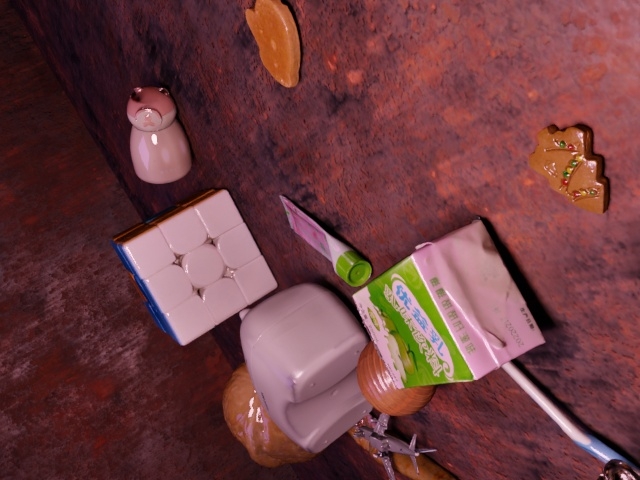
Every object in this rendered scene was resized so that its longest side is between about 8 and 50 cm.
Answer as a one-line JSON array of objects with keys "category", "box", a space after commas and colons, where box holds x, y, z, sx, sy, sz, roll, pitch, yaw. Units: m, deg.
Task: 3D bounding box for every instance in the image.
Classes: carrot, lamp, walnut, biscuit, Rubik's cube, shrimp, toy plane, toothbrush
[{"category": "carrot", "box": [0.203, 0.470, 1.334, 0.298, 0.078, 0.078, 11, 130, 60]}, {"category": "lamp", "box": [0.125, 0.212, 1.039, 0.136, 0.136, 0.136, 48, 158, 27]}, {"category": "walnut", "box": [-0.099, 0.445, 1.702, 0.333, 0.333, 0.333, 48, 158, 27]}, {"category": "biscuit", "box": [-0.066, -0.292, 0.917, 0.118, 0.023, 0.140, 51, 160, 20]}, {"category": "biscuit", "box": [0.224, -0.061, 0.578, 0.092, 0.016, 0.082, 59, 160, 2]}, {"category": "Rubik's cube", "box": [-0.335, 0.057, 1.671, 0.290, 0.291, 0.292, 63, 160, -13]}, {"category": "shrimp", "box": [0.100, 0.436, 1.572, 0.187, 0.052, 0.132, 30, 127, 44]}, {"category": "toy plane", "box": [0.138, 0.417, 1.342, 0.226, 0.058, 0.226, -3, 91, 53]}, {"category": "toothbrush", "box": [0.330, 0.243, 0.757, 0.386, 0.040, 0.040, 48, 158, 36]}]

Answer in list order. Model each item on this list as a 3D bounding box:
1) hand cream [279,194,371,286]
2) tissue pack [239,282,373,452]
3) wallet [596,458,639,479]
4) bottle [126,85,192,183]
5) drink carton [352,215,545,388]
[{"category": "hand cream", "box": [-0.001, 0.001, 1.175, 0.275, 0.050, 0.079, 42, 130, 51]}, {"category": "tissue pack", "box": [-0.031, 0.246, 1.313, 0.236, 0.229, 0.333, 42, 154, 37]}, {"category": "wallet", "box": [0.363, 0.350, 0.712, 0.169, 0.044, 0.317, 51, 171, 35]}, {"category": "bottle", "box": [-0.403, -0.271, 1.590, 0.147, 0.148, 0.236, 42, 147, 39]}, {"category": "drink carton", "box": [0.146, 0.091, 0.826, 0.161, 0.108, 0.271, 63, 162, 8]}]
